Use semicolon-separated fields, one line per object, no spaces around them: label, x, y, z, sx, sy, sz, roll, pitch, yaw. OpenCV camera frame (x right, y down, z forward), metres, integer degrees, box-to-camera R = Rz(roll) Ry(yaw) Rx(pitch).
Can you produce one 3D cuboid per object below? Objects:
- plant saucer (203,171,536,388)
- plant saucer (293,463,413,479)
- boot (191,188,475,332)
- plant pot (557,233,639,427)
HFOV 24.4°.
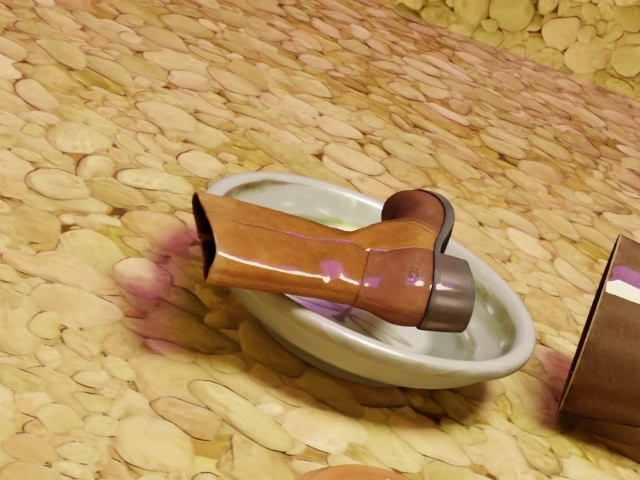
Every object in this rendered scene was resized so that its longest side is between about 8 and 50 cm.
plant saucer;0.039;0.063;1.637;0.400;0.100;0.400;21;23;-9
plant saucer;0.060;0.259;1.301;0.200;0.037;0.200;21;22;-9
boot;0.000;0.000;1.540;0.280;0.096;0.264;11;32;-13
plant pot;0.412;0.130;1.668;0.230;0.215;0.215;19;21;9
